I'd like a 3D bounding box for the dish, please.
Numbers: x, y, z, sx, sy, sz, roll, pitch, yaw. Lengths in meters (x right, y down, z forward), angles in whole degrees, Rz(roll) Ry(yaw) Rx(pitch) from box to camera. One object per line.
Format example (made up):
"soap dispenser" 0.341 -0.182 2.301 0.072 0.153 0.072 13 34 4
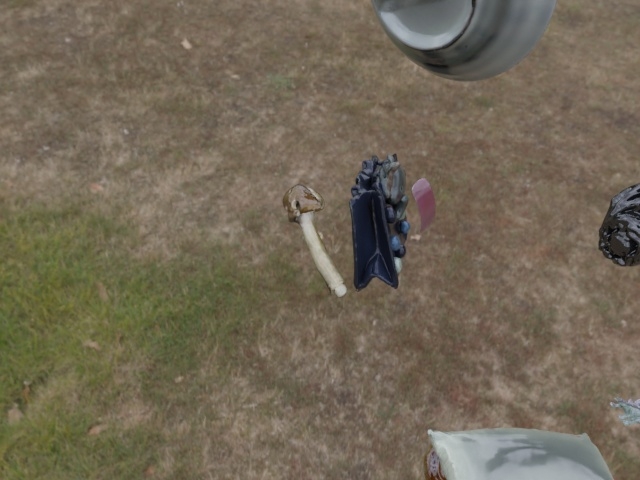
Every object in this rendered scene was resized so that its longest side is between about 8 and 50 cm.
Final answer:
"dish" 0.160 -0.356 0.897 0.316 0.316 0.106 32 51 27

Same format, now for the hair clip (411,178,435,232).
"hair clip" 0.234 -0.076 1.474 0.054 0.137 0.022 -38 42 -25

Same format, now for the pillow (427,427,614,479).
"pillow" 0.277 0.321 0.873 0.254 0.078 0.144 5 50 -13

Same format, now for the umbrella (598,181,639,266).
"umbrella" 0.487 -0.056 0.804 0.340 0.118 0.118 -23 50 -16

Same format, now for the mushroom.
"mushroom" 0.000 0.000 0.964 0.061 0.060 0.187 -21 74 -15

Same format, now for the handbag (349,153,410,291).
"handbag" 0.142 -0.064 1.467 0.119 0.268 0.325 -3 24 13

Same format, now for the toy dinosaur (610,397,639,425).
"toy dinosaur" 0.861 0.482 1.767 0.082 0.209 0.039 -31 25 31

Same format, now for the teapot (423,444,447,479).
"teapot" 0.312 0.612 1.765 0.098 0.078 0.129 24 65 -29
